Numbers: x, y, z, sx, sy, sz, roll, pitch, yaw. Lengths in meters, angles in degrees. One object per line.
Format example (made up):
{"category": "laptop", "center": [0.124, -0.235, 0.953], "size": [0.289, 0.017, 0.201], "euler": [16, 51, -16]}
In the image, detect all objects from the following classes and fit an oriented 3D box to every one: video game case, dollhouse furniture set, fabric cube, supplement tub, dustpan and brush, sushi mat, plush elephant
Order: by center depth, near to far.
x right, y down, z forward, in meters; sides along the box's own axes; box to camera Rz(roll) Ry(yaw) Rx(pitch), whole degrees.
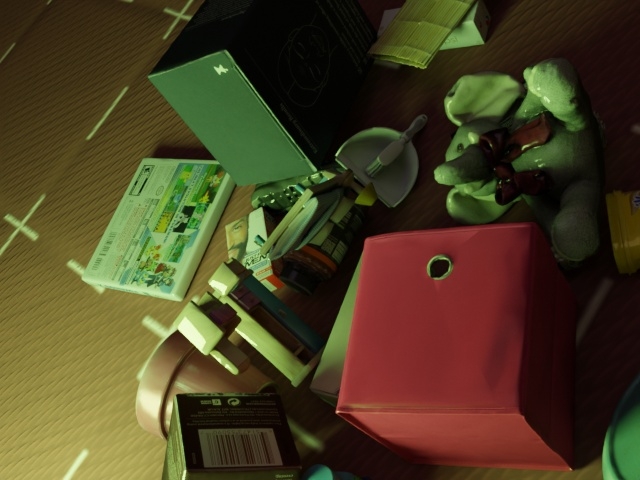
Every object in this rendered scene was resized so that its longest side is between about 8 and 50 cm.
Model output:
{"category": "fabric cube", "center": [0.200, 0.155, 1.100], "size": [0.254, 0.259, 0.258], "euler": [-5, 59, 30]}
{"category": "plush elephant", "center": [0.291, -0.128, 1.213], "size": [0.255, 0.330, 0.272], "euler": [-7, 101, 26]}
{"category": "dollhouse furniture set", "center": [-0.016, 0.052, 1.231], "size": [0.198, 0.286, 0.303], "euler": [40, 107, 5]}
{"category": "supplement tub", "center": [0.000, 0.000, 1.437], "size": [0.106, 0.106, 0.198], "euler": [18, 72, 40]}
{"category": "dustpan and brush", "center": [0.140, -0.172, 1.475], "size": [0.211, 0.147, 0.060], "euler": [-47, -2, -44]}
{"category": "sushi mat", "center": [0.235, -0.471, 1.559], "size": [0.151, 0.019, 0.317], "euler": [26, 75, 43]}
{"category": "video game case", "center": [-0.349, -0.036, 1.739], "size": [0.299, 0.036, 0.329], "euler": [6, 64, 36]}

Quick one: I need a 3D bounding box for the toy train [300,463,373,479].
{"category": "toy train", "center": [0.028, 0.443, 1.099], "size": [0.105, 0.143, 0.248], "euler": [-18, 52, 23]}

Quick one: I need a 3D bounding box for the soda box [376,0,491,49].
{"category": "soda box", "center": [0.227, -0.431, 1.599], "size": [0.216, 0.069, 0.074], "euler": [0, 61, 34]}

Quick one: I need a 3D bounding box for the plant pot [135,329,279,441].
{"category": "plant pot", "center": [-0.177, 0.264, 1.335], "size": [0.180, 0.201, 0.201], "euler": [20, 72, 23]}

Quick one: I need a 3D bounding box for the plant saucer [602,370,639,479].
{"category": "plant saucer", "center": [0.447, 0.205, 0.926], "size": [0.317, 0.043, 0.317], "euler": [-48, 10, 12]}

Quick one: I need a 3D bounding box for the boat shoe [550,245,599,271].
{"category": "boat shoe", "center": [0.357, 0.040, 1.214], "size": [0.153, 0.056, 0.048], "euler": [-23, 60, 21]}

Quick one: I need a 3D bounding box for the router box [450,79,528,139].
{"category": "router box", "center": [0.335, -0.188, 1.382], "size": [0.179, 0.046, 0.133], "euler": [-36, 48, 8]}

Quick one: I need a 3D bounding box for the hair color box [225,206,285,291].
{"category": "hair color box", "center": [-0.128, 0.027, 1.539], "size": [0.093, 0.053, 0.167], "euler": [-27, 48, 17]}

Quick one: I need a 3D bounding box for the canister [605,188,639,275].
{"category": "canister", "center": [0.510, -0.026, 1.143], "size": [0.169, 0.073, 0.126], "euler": [-12, 55, 25]}

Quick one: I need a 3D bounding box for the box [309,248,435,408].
{"category": "box", "center": [0.089, 0.141, 1.284], "size": [0.094, 0.113, 0.275], "euler": [7, 67, 35]}

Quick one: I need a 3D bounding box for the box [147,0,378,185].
{"category": "box", "center": [-0.089, -0.351, 1.538], "size": [0.212, 0.293, 0.396], "euler": [-7, 44, 39]}

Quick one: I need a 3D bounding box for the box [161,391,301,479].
{"category": "box", "center": [-0.140, 0.355, 1.170], "size": [0.167, 0.168, 0.203], "euler": [-119, 37, -58]}

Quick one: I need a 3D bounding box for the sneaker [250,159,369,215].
{"category": "sneaker", "center": [-0.019, -0.128, 1.539], "size": [0.267, 0.101, 0.106], "euler": [-10, 54, 28]}
